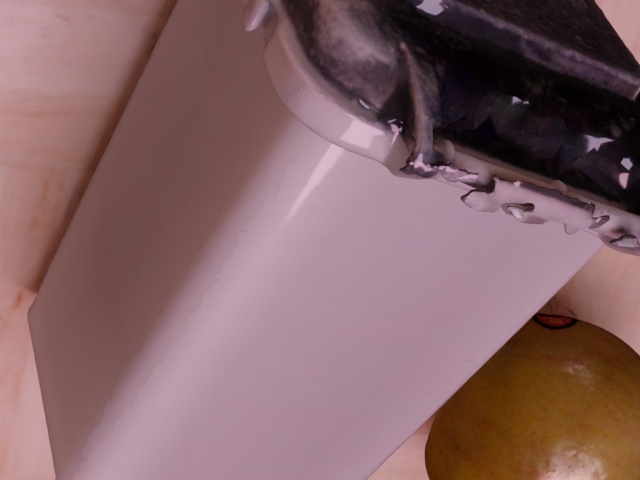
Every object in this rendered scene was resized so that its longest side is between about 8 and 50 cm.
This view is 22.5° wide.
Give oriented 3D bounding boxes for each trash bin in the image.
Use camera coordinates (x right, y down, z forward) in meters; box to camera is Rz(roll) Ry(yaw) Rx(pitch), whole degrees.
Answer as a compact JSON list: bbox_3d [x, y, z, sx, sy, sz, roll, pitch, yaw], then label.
[{"bbox_3d":[0.000,0.000,0.895,0.256,0.296,0.368,17,123,-33],"label":"trash bin"}]

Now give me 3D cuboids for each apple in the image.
[{"bbox_3d":[0.156,0.139,1.134,0.155,0.182,0.182,20,119,1],"label":"apple"}]
